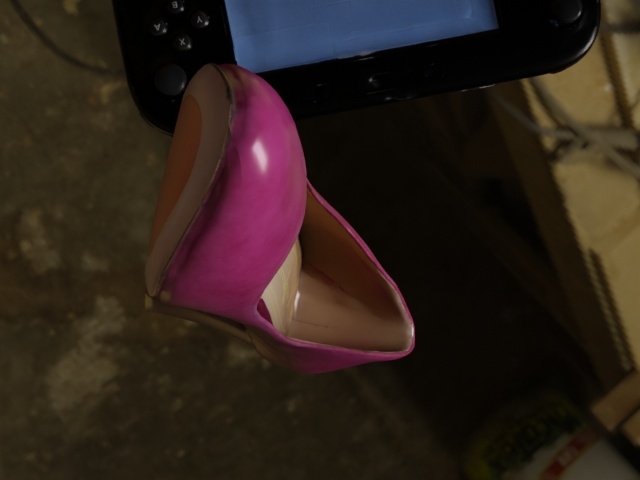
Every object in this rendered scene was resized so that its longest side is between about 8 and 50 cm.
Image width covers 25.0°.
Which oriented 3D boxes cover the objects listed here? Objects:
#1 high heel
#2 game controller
[{"bbox_3d":[0.000,0.000,0.800,0.181,0.127,0.377,13,170,-5],"label":"high heel"},{"bbox_3d":[0.022,-0.170,0.960,0.319,0.067,0.166,-11,94,-5],"label":"game controller"}]
